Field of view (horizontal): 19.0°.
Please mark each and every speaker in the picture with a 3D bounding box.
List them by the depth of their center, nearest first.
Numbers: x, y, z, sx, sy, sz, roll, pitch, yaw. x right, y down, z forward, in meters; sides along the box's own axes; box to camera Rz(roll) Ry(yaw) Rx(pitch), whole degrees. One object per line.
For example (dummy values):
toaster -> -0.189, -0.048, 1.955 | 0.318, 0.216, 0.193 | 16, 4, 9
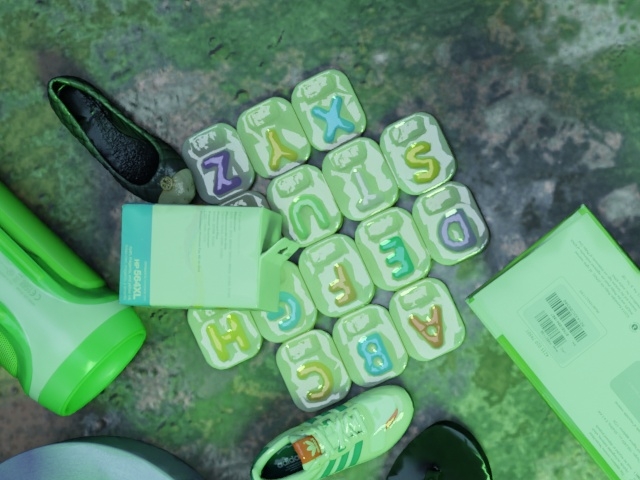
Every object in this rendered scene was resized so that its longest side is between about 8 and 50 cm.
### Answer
speaker -> -0.297, 0.018, 1.714 | 0.296, 0.131, 0.131 | 43, 95, 8

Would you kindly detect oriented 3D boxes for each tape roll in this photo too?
tape roll -> -0.206, 0.314, 1.711 | 0.274, 0.090, 0.275 | 0, 89, 10

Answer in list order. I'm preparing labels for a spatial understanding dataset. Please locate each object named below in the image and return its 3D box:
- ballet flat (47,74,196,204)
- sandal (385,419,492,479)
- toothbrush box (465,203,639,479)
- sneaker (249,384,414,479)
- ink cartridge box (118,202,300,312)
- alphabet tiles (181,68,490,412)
ballet flat -> -0.185, -0.087, 1.733 | 0.173, 0.049, 0.057 | 39, 95, 13
sandal -> 0.076, 0.281, 1.680 | 0.097, 0.054, 0.254 | 26, 93, 9
toothbrush box -> 0.236, 0.090, 1.543 | 0.122, 0.283, 0.206 | -40, 83, 8
sneaker -> 0.009, 0.180, 1.684 | 0.161, 0.075, 0.057 | -27, 84, 8
ink cartridge box -> -0.095, 0.016, 1.676 | 0.143, 0.092, 0.090 | 2, 87, 11
alphabet tiles -> 0.000, 0.000, 1.719 | 0.284, 0.021, 0.278 | -25, 85, 8
